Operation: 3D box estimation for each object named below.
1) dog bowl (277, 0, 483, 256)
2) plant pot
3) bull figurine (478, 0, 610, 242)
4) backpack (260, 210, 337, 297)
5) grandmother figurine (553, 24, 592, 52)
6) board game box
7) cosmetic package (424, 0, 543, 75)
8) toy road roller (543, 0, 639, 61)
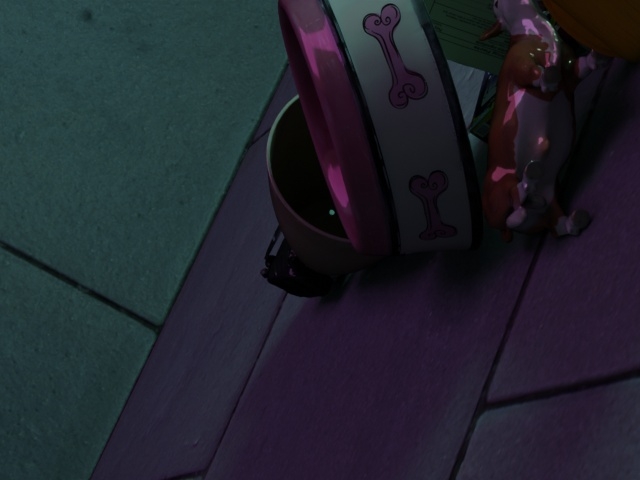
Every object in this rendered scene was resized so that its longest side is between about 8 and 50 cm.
[{"bbox_3d":[0.065,-0.162,1.813,0.150,0.408,0.408,-18,15,-4],"label":"dog bowl"},{"bbox_3d":[0.034,-0.059,2.122,0.274,0.256,0.256,109,-177,-65],"label":"plant pot"},{"bbox_3d":[0.242,-0.147,1.623,0.188,0.101,0.310,-148,59,-76],"label":"bull figurine"},{"bbox_3d":[0.000,0.000,2.336,0.152,0.115,0.182,-3,57,61],"label":"backpack"},{"bbox_3d":[0.342,-0.315,1.768,0.342,0.104,0.208,-79,13,-59],"label":"grandmother figurine"},{"bbox_3d":[0.273,-0.224,1.933,0.170,0.048,0.141,-45,18,49],"label":"board game box"},{"bbox_3d":[0.226,-0.369,1.822,0.129,0.153,0.296,-77,8,-46],"label":"cosmetic package"},{"bbox_3d":[0.344,-0.316,1.409,0.329,0.202,0.240,-52,-2,41],"label":"toy road roller"}]
